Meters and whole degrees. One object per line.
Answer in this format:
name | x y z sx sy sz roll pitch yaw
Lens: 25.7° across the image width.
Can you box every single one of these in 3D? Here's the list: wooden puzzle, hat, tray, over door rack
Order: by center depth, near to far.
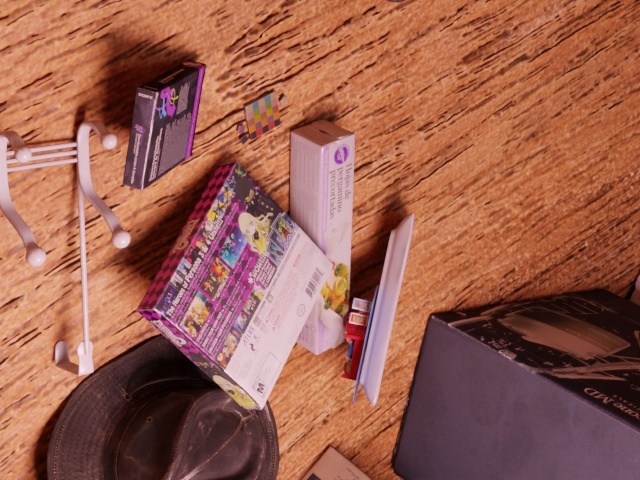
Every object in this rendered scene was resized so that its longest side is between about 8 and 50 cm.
over door rack | -0.336 0.040 1.534 0.240 0.108 0.324 -12 121 -40
hat | -0.161 0.273 1.739 0.331 0.134 0.331 4 82 -34
wooden puzzle | -0.074 -0.157 1.758 0.083 0.006 0.049 -31 132 -29
tray | 0.092 0.098 1.969 0.145 0.030 0.270 64 38 -82

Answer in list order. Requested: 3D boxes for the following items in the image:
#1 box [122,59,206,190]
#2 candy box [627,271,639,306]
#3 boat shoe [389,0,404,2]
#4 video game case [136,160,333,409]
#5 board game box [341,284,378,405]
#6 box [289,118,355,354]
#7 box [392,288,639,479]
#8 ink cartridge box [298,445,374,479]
box | -0.176 -0.134 1.591 0.162 0.029 0.116 -52 156 -68
candy box | 0.619 0.155 2.592 0.159 0.071 0.233 11 103 -48
boat shoe | 0.124 -0.404 1.765 0.073 0.080 0.223 9 111 -53
video game case | -0.098 0.056 1.730 0.210 0.042 0.232 46 55 -32
board game box | 0.047 0.141 1.925 0.133 0.033 0.168 76 26 -81
box | 0.000 0.000 1.880 0.063 0.067 0.324 -24 128 -38
box | 0.460 0.311 2.210 0.472 0.480 0.297 -7 116 -43
ink cartridge box | 0.089 0.442 2.132 0.088 0.193 0.234 -47 137 -12
